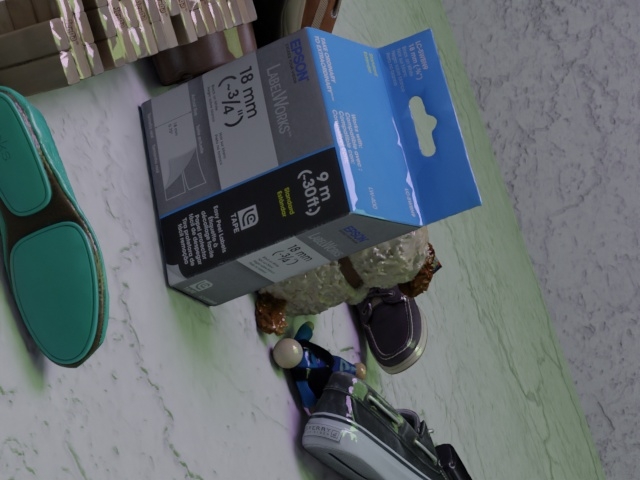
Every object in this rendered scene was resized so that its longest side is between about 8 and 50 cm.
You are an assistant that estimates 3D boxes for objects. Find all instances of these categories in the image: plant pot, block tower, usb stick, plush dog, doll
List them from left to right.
[{"bbox_3d":[-0.188,-0.229,1.169,0.335,0.097,0.091,-37,116,-55],"label":"block tower"},{"bbox_3d":[-0.154,-0.281,1.401,0.167,0.166,0.165,-33,108,-71],"label":"plant pot"},{"bbox_3d":[-0.004,0.163,1.493,0.189,0.046,0.129,31,45,-52],"label":"doll"},{"bbox_3d":[0.025,0.007,1.461,0.262,0.225,0.211,57,22,-33],"label":"plush dog"},{"bbox_3d":[0.254,0.450,1.910,0.278,0.045,0.077,60,13,-24],"label":"usb stick"}]

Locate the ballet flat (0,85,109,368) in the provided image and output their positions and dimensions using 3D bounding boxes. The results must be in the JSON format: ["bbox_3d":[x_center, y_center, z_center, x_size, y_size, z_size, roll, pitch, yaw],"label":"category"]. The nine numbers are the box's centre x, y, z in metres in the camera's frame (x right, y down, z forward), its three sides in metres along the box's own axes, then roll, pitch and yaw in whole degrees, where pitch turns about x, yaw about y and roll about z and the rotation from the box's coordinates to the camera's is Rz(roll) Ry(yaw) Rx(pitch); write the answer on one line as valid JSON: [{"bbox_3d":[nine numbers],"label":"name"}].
[{"bbox_3d":[-0.234,-0.015,0.996,0.087,0.083,0.247,-38,108,-86],"label":"ballet flat"}]

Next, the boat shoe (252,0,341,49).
[{"bbox_3d":[-0.034,-0.240,1.476,0.119,0.324,0.122,-9,44,-31],"label":"boat shoe"}]

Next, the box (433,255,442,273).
[{"bbox_3d":[0.141,0.011,1.834,0.114,0.036,0.207,59,11,2],"label":"box"}]

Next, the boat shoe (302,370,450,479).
[{"bbox_3d":[0.102,0.275,1.502,0.335,0.121,0.119,47,58,-46],"label":"boat shoe"}]

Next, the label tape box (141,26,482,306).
[{"bbox_3d":[-0.020,-0.099,1.278,0.106,0.333,0.241,36,36,-58],"label":"label tape box"}]

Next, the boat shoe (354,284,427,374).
[{"bbox_3d":[0.091,0.085,1.775,0.092,0.102,0.285,47,22,-32],"label":"boat shoe"}]
